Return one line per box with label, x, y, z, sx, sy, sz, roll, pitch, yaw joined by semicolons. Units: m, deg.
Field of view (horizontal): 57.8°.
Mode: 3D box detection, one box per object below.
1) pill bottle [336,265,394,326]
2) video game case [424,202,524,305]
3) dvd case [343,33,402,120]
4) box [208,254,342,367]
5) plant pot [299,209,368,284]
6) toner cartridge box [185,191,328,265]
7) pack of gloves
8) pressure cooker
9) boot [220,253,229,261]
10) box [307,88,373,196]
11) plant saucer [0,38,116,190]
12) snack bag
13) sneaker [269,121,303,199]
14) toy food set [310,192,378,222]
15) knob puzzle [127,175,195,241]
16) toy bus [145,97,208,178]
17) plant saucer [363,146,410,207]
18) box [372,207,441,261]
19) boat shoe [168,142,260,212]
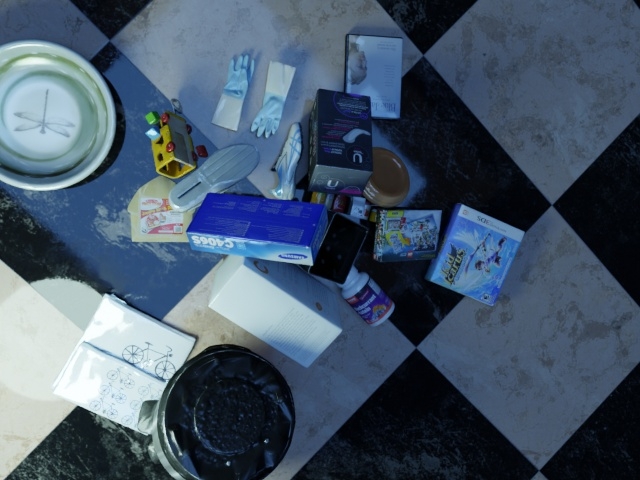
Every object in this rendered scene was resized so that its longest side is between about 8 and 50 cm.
pill bottle;0.132;0.167;1.813;0.108;0.108;0.193;-44;101;-3
video game case;0.504;0.048;1.895;0.244;0.061;0.270;22;92;-11
dvd case;0.162;-0.502;1.790;0.180;0.022;0.253;0;96;-11
box;-0.127;0.171;1.676;0.345;0.215;0.168;36;107;-18
plant pot;0.000;0.000;1.721;0.188;0.167;0.188;23;93;-51
toner cartridge box;-0.168;-0.035;1.564;0.347;0.165;0.075;7;138;14
pack of gloves;-0.198;-0.429;1.730;0.194;0.046;0.232;17;90;0
pressure cooker;-0.292;0.512;1.630;0.375;0.420;0.370;-36;82;-28
boot;-0.244;0.047;1.769;0.114;0.037;0.107;-18;101;-13
box;0.054;-0.280;1.673;0.165;0.143;0.271;6;62;-9
plant saucer;-0.765;-0.339;1.594;0.400;0.100;0.401;-1;97;-11
snack bag;-0.579;0.373;1.739;0.323;0.037;0.343;30;90;-12
sneaker;-0.100;-0.242;1.740;0.086;0.085;0.237;11;91;-4
toy food set;0.086;-0.131;1.770;0.232;0.111;0.105;14;93;-12
knob puzzle;-0.469;-0.093;1.710;0.213;0.030;0.213;0;89;-18
toy bus;-0.432;-0.279;1.657;0.104;0.202;0.191;-27;109;25
plant saucer;0.196;-0.199;1.776;0.199;0.037;0.200;10;68;-25
box;0.271;-0.019;1.802;0.233;0.044;0.159;-2;102;-34
boat shoe;-0.314;-0.184;1.698;0.302;0.094;0.109;-33;90;-14
